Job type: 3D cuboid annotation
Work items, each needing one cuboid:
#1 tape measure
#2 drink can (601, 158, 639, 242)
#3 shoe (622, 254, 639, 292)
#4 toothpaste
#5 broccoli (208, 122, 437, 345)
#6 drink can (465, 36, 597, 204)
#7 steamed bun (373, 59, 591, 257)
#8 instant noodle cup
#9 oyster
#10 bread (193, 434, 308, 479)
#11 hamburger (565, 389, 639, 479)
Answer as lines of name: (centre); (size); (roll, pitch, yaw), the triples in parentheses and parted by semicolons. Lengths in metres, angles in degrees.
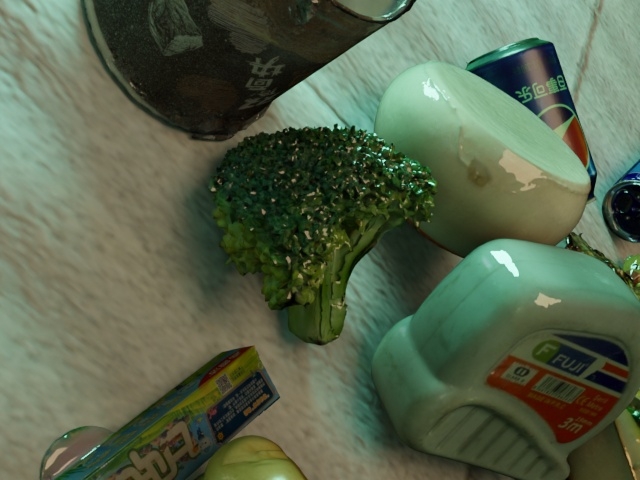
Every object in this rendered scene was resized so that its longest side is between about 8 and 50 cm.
tape measure: (0.186, 0.116, 0.875); (0.243, 0.246, 0.125); (23, 24, -36)
drink can: (0.493, -0.084, 1.328); (0.235, 0.097, 0.097); (-33, 101, -46)
shoe: (0.466, 0.058, 1.274); (0.109, 0.072, 0.069); (3, 65, 0)
toothpaste: (-0.115, 0.138, 0.681); (0.193, 0.044, 0.070); (-36, 103, -45)
broccoli: (0.000, 0.000, 0.778); (0.194, 0.194, 0.219); (62, 21, -11)
drink can: (0.245, -0.127, 1.078); (0.118, 0.118, 0.205); (-23, 94, -46)
steamed bun: (0.147, -0.066, 0.925); (0.232, 0.145, 0.232); (29, 26, -16)
instant noodle cup: (-0.048, -0.216, 0.748); (0.217, 0.207, 0.217); (18, 63, -41)
oyster: (0.369, 0.060, 1.191); (0.177, 0.056, 0.105); (47, 41, -18)
bread: (-0.004, 0.284, 0.662); (0.121, 0.173, 0.311); (-32, 104, -10)
hamburger: (0.338, 0.231, 1.001); (0.237, 0.147, 0.237); (59, 13, -23)
